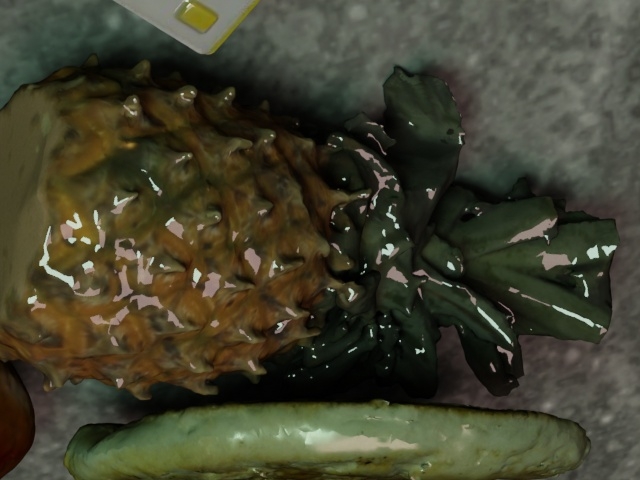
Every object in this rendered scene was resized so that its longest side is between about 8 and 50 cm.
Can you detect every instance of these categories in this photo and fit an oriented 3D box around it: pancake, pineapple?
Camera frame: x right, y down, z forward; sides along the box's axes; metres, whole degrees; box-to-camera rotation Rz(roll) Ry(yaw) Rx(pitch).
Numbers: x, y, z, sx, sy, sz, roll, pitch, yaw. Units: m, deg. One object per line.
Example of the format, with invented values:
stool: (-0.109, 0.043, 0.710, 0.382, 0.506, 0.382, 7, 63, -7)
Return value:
pancake: (-0.001, 0.103, 0.801, 0.254, 0.037, 0.253, -1, 170, 0)
pineapple: (0.000, 0.000, 0.757, 0.310, 0.141, 0.170, 9, 101, -30)

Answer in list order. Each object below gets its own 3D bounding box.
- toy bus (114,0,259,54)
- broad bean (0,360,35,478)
toy bus: (-0.112, -0.157, 0.627, 0.226, 0.074, 0.081, 31, 116, -34)
broad bean: (-0.214, 0.077, 0.791, 0.114, 0.084, 0.165, -24, 139, 27)
